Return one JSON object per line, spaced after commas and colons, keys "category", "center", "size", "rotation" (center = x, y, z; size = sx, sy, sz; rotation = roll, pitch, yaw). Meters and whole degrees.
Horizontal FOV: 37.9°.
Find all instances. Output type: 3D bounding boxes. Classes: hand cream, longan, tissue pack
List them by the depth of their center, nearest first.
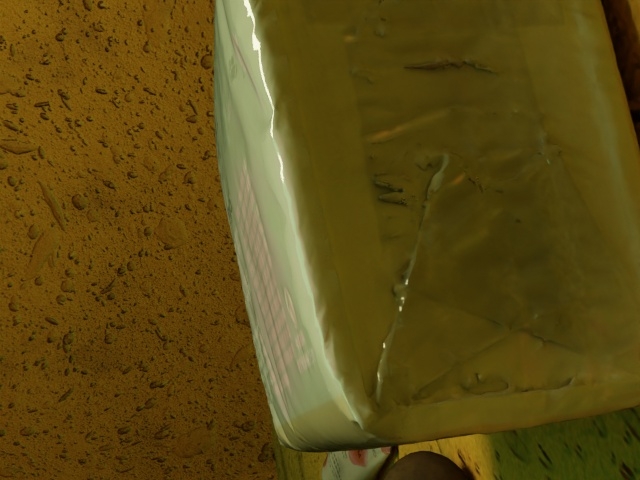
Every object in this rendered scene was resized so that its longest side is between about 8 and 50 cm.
{"category": "tissue pack", "center": [0.044, -0.028, 0.643], "size": [0.405, 0.205, 0.331], "rotation": [115, 146, -76]}
{"category": "longan", "center": [0.102, 0.258, 0.919], "size": [0.119, 0.106, 0.106], "rotation": [-107, 11, -67]}
{"category": "hand cream", "center": [0.055, 0.316, 1.405], "size": [0.340, 0.078, 0.124], "rotation": [103, 158, -56]}
